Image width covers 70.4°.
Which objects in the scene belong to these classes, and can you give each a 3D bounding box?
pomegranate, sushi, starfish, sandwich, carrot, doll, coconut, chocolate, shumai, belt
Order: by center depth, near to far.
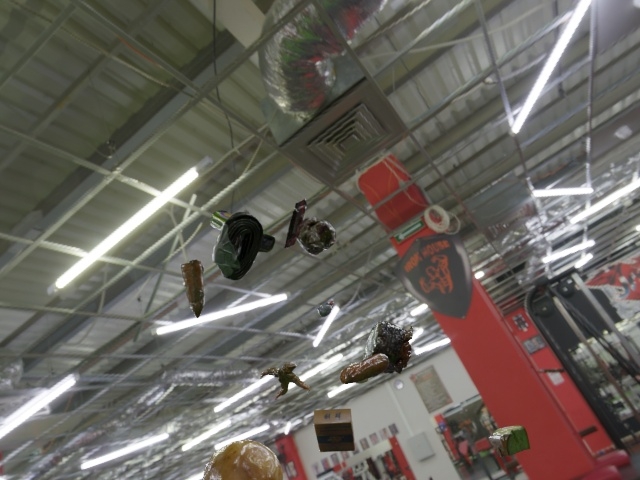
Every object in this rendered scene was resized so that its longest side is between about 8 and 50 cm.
[{"bbox_3d":[0.134,0.390,1.364,0.186,0.060,0.060,-13,-29,-37],"label":"carrot"},{"bbox_3d":[-0.084,-0.059,1.593,0.086,0.028,0.183,-24,-42,-61],"label":"chocolate"},{"bbox_3d":[0.685,0.731,1.644,0.090,0.088,0.244,-23,-23,-7],"label":"sandwich"},{"bbox_3d":[-0.150,0.590,1.917,0.247,0.138,0.050,-27,-5,40],"label":"starfish"},{"bbox_3d":[-0.349,0.023,1.917,0.184,0.164,0.289,19,-87,-17],"label":"belt"},{"bbox_3d":[0.288,0.452,1.931,0.181,0.197,0.343,11,-26,0],"label":"sushi"},{"bbox_3d":[-0.564,0.219,2.031,0.101,0.263,0.102,-11,-11,-2],"label":"carrot"},{"bbox_3d":[-0.355,1.118,2.139,0.410,0.410,0.410,-20,-27,-11],"label":"pomegranate"},{"bbox_3d":[-0.004,0.001,2.225,0.183,0.185,0.218,-32,-55,-2],"label":"shumai"},{"bbox_3d":[0.213,0.723,2.463,0.110,0.124,0.110,-20,-56,-33],"label":"coconut"},{"bbox_3d":[0.034,0.385,2.577,0.180,0.079,0.094,-22,-47,-66],"label":"doll"}]

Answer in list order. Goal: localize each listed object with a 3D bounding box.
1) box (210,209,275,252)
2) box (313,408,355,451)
[{"bbox_3d":[-0.388,-0.049,2.269,0.134,0.345,0.097,4,-70,-56],"label":"box"},{"bbox_3d":[0.058,0.778,1.852,0.152,0.070,0.237,-5,-49,5],"label":"box"}]
